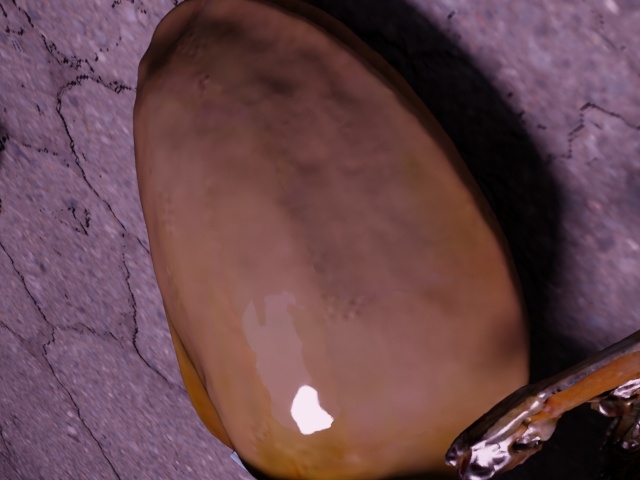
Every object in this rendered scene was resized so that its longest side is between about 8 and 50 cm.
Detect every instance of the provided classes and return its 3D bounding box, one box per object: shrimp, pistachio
[{"bbox_3d":[0.120,0.087,0.619,0.035,0.148,0.195,59,158,25],"label":"shrimp"},{"bbox_3d":[0.000,0.000,0.666,0.213,0.163,0.260,-9,106,34],"label":"pistachio"}]

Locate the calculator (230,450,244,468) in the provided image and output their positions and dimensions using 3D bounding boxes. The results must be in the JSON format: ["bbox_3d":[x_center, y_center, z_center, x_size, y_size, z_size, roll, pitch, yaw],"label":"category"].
[{"bbox_3d":[0.013,0.125,0.801,0.057,0.172,0.018,35,109,24],"label":"calculator"}]
